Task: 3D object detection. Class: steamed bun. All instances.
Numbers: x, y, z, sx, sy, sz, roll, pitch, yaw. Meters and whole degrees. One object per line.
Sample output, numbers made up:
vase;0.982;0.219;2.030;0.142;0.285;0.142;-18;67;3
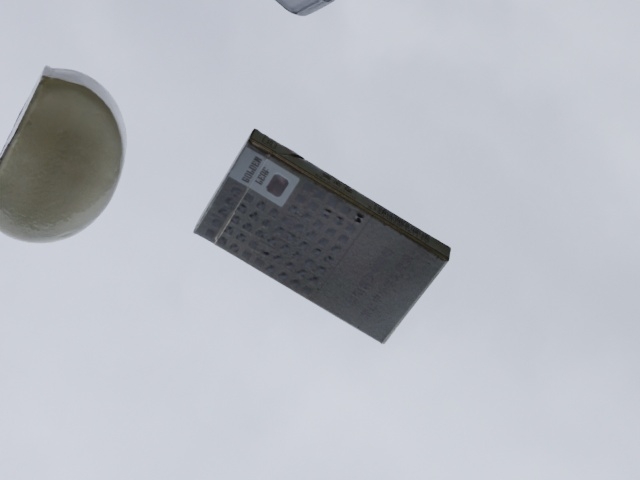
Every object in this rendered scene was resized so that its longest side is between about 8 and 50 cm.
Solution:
steamed bun;-0.365;-0.113;1.492;0.164;0.242;0.146;27;-166;-18

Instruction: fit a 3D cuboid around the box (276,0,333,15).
box;-0.052;-0.336;1.124;0.201;0.144;0.090;37;-99;-18

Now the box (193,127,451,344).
box;0.000;-0.001;1.486;0.324;0.180;0.047;31;-149;-6
